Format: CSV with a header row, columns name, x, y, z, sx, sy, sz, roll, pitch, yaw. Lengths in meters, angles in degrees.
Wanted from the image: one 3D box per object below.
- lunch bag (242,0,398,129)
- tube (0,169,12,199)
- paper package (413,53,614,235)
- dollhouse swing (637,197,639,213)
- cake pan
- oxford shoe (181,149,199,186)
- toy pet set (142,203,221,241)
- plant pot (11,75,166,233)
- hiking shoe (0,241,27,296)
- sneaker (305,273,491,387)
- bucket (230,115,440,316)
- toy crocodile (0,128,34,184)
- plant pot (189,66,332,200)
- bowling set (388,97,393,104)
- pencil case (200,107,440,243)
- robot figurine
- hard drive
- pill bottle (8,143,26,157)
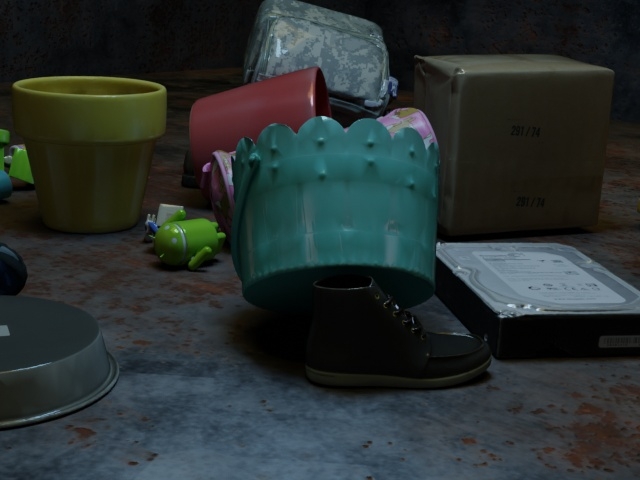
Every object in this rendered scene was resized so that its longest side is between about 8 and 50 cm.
name,x,y,z,sx,sy,sz,roll,pitch,yaw
lunch bag,-0.006,-0.345,2.244,0.305,0.213,0.256,14,35,-11
tube,-0.648,-0.077,1.918,0.080,0.052,0.207,4,18,43
paper package,0.331,-0.172,1.934,0.324,0.310,0.168,-6,20,-23
dollhouse swing,0.787,-0.120,1.911,0.346,0.315,0.305,-5,37,-24
cake pan,-0.367,0.123,1.184,0.293,0.054,0.293,3,15,-1
oxford shoe,-0.202,-0.172,2.259,0.082,0.096,0.227,8,14,26
toy pet set,-0.228,-0.007,1.739,0.122,0.065,0.114,7,-20,3
plant pot,-0.389,-0.145,1.834,0.254,0.239,0.254,3,14,-1
hiking shoe,-0.504,0.068,1.332,0.304,0.113,0.132,0,44,-35
sneaker,0.095,0.099,1.232,0.222,0.118,0.083,-1,15,-15
bucket,0.019,-0.018,1.357,0.281,0.183,0.281,0,-18,0
toy crocodile,-0.693,-0.149,2.045,0.340,0.115,0.105,-1,-4,-21
plant pot,-0.105,-0.182,2.035,0.243,0.275,0.275,-5,14,7
bowling set,0.093,-0.247,2.419,0.287,0.200,0.154,8,16,33
pencil case,0.002,-0.107,1.798,0.386,0.160,0.167,-15,16,-16
robot figurine,-0.202,0.003,1.644,0.115,0.067,0.101,-8,50,-38
hard drive,0.296,0.072,1.489,0.236,0.064,0.339,0,14,-10
pill bottle,-0.625,-0.186,2.329,0.043,0.043,0.083,13,18,35
